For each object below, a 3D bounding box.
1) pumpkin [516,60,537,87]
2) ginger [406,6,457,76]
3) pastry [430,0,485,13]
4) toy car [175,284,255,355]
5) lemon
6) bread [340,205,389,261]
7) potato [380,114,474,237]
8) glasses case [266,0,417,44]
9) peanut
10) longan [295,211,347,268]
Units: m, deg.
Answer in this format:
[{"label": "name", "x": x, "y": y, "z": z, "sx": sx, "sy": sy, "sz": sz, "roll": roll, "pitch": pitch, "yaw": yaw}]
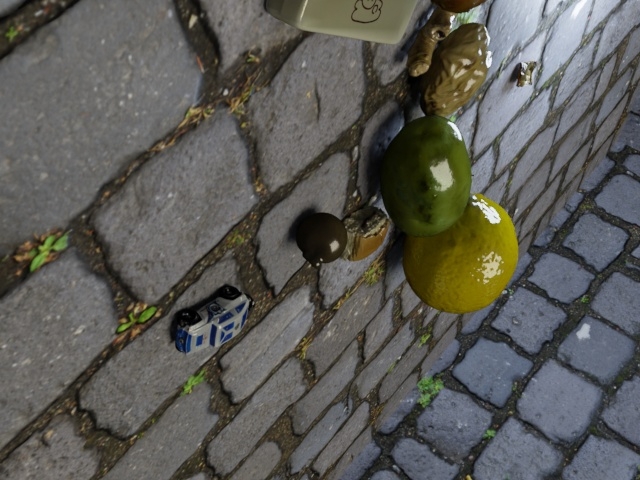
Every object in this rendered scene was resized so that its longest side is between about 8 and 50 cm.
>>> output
[{"label": "pumpkin", "x": 0.568, "y": -0.467, "z": 1.962, "sx": 0.101, "sy": 0.035, "sz": 0.073, "roll": -16, "pitch": 123, "yaw": -50}, {"label": "ginger", "x": 0.250, "y": -0.438, "z": 1.369, "sx": 0.288, "sy": 0.075, "sz": 0.089, "roll": -54, "pitch": -168, "yaw": -6}, {"label": "pastry", "x": 0.237, "y": -0.461, "z": 1.095, "sx": 0.218, "sy": 0.100, "sz": 0.229, "roll": -23, "pitch": 143, "yaw": -34}, {"label": "toy car", "x": -0.190, "y": 0.147, "z": 1.294, "sx": 0.170, "sy": 0.070, "sz": 0.080, "roll": -30, "pitch": 144, "yaw": -43}, {"label": "lemon", "x": 0.375, "y": 0.036, "z": 1.902, "sx": 0.336, "sy": 0.336, "sz": 0.336, "roll": -42, "pitch": 152, "yaw": -28}, {"label": "bread", "x": 0.100, "y": -0.013, "z": 1.608, "sx": 0.125, "sy": 0.082, "sz": 0.106, "roll": -40, "pitch": 145, "yaw": -37}, {"label": "potato", "x": 0.229, "y": -0.138, "z": 1.550, "sx": 0.216, "sy": 0.215, "sz": 0.304, "roll": -48, "pitch": 148, "yaw": -16}, {"label": "glasses case", "x": 0.049, "y": -0.381, "z": 1.074, "sx": 0.312, "sy": 0.070, "sz": 0.131, "roll": -15, "pitch": 134, "yaw": -55}, {"label": "peanut", "x": 0.281, "y": -0.354, "z": 1.472, "sx": 0.197, "sy": 0.110, "sz": 0.233, "roll": -50, "pitch": 160, "yaw": -2}, {"label": "longan", "x": 0.000, "y": 0.000, "z": 1.414, "sx": 0.106, "sy": 0.106, "sz": 0.119, "roll": 78, "pitch": 31, "yaw": -58}]
